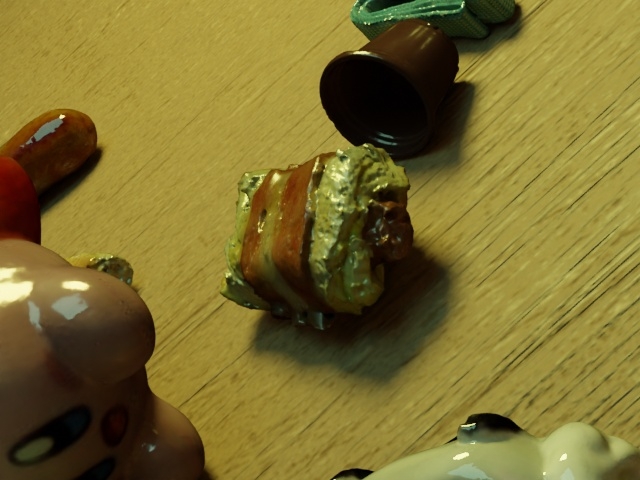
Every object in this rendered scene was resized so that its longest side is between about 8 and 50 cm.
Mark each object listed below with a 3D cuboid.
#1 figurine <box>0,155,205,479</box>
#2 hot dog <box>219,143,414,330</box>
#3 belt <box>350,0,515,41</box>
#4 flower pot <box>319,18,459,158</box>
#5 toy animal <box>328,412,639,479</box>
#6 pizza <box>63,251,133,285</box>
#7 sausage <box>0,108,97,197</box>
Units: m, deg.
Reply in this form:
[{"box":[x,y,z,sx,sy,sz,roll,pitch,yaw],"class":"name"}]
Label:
[{"box":[-0.245,0.116,1.083,0.211,0.270,0.261,-31,38,-21],"class":"figurine"},{"box":[0.000,0.000,1.108,0.213,0.103,0.146,0,74,60],"class":"hot dog"},{"box":[0.107,-0.227,1.276,0.179,0.065,0.100,7,67,49],"class":"belt"},{"box":[0.067,-0.139,1.188,0.111,0.111,0.089,-8,35,44],"class":"flower pot"},{"box":[0.089,0.198,0.684,0.208,0.204,0.156,-29,31,37],"class":"toy animal"},{"box":[-0.293,0.083,1.375,0.271,0.056,0.134,-32,32,17],"class":"pizza"},{"box":[-0.374,-0.037,1.583,0.302,0.076,0.103,-48,40,-3],"class":"sausage"}]
